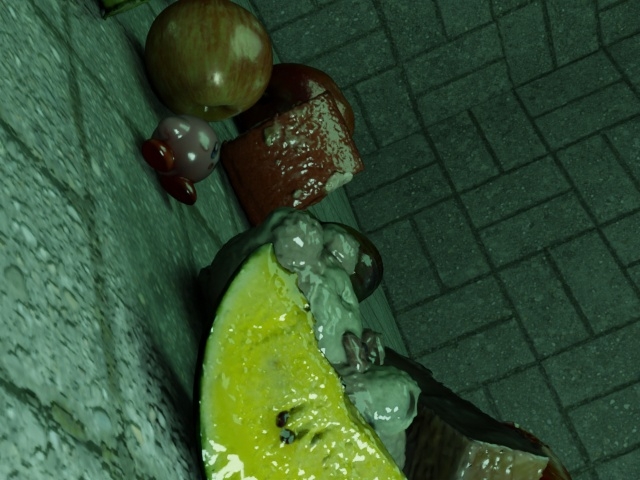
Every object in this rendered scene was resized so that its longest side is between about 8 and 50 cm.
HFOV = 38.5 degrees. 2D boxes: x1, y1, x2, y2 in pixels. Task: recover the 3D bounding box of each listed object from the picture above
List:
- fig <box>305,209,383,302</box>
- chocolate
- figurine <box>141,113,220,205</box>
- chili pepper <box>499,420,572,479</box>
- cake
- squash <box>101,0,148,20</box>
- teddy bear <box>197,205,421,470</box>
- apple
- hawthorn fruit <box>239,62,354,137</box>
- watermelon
[{"bbox_3d":[0.000,0.000,1.496,0.245,0.149,0.149,54,3,13],"label":"fig"},{"bbox_3d":[0.083,0.192,0.938,0.112,0.112,0.321,19,4,-29],"label":"chocolate"},{"bbox_3d":[-0.132,-0.088,0.876,0.067,0.071,0.083,21,-32,31],"label":"figurine"},{"bbox_3d":[0.187,0.349,1.039,0.305,0.251,0.229,-39,105,-82],"label":"chili pepper"},{"bbox_3d":[-0.036,-0.115,1.319,0.283,0.177,0.150,-62,128,-84],"label":"cake"},{"bbox_3d":[-0.184,-0.444,0.894,0.263,0.263,0.384,-98,164,-70],"label":"squash"},{"bbox_3d":[-0.009,0.108,0.808,0.236,0.151,0.267,18,44,-61],"label":"teddy bear"},{"bbox_3d":[-0.125,-0.201,1.033,0.146,0.146,0.130,52,39,-68],"label":"apple"},{"bbox_3d":[-0.058,-0.220,1.580,0.225,0.197,0.196,27,37,-56],"label":"hawthorn fruit"},{"bbox_3d":[-0.013,0.160,0.645,0.301,0.129,0.123,60,4,-4],"label":"watermelon"}]
